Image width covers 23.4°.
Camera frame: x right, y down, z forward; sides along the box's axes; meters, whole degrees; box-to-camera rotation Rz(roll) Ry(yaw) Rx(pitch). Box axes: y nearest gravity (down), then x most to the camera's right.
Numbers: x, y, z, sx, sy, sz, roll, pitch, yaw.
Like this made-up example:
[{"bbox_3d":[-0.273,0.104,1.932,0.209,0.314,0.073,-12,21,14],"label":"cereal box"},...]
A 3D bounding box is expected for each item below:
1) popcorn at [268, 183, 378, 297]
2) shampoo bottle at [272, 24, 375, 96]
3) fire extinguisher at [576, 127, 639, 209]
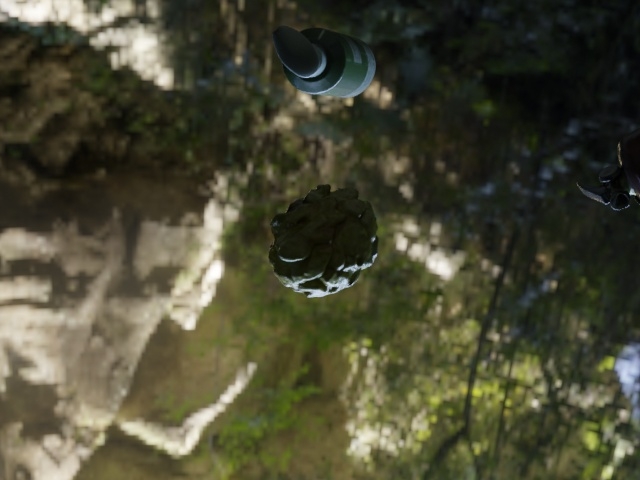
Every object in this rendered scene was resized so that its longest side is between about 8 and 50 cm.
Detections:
[{"bbox_3d":[0.000,0.000,1.589,0.116,0.120,0.106,21,172,-17],"label":"popcorn"},{"bbox_3d":[0.003,-0.166,1.428,0.065,0.065,0.204,13,-173,11],"label":"shampoo bottle"},{"bbox_3d":[0.403,-0.103,1.646,0.269,0.105,0.104,-29,-146,11],"label":"fire extinguisher"}]
